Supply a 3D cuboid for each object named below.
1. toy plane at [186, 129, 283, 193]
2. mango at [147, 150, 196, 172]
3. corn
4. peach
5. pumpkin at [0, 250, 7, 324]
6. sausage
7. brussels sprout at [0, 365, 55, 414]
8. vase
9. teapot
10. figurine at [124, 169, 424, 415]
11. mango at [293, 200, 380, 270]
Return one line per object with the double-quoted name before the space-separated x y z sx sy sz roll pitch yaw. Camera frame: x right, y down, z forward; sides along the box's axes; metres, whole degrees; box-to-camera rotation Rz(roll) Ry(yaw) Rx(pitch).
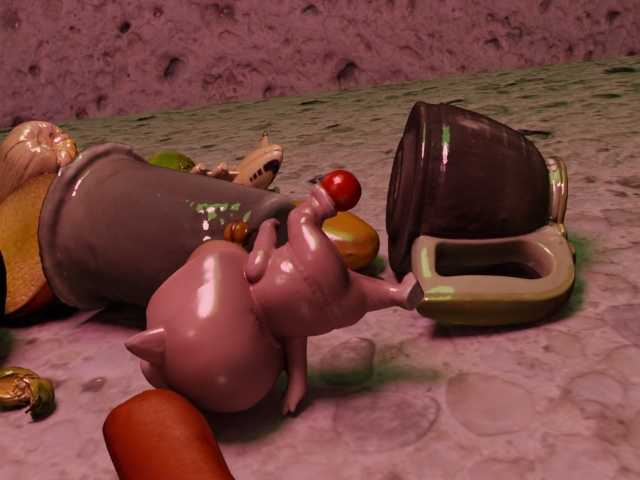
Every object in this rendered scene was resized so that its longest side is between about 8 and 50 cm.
"toy plane" -0.136 -0.076 1.115 0.241 0.256 0.104 24 39 -28
"mango" -0.303 -0.114 1.431 0.125 0.111 0.233 -14 23 -7
"corn" -0.490 -0.058 1.141 0.123 0.305 0.122 31 30 -12
"peach" -0.409 0.004 1.030 0.279 0.189 0.068 -37 -25 19
"pumpkin" -0.545 0.071 0.855 0.314 0.239 0.315 8 38 -7
"sausage" -0.107 0.211 0.561 0.089 0.084 0.300 -15 25 -21
"brussels sprout" -0.330 0.171 0.795 0.083 0.046 0.051 16 25 26
"vase" -0.183 0.011 0.941 0.291 0.245 0.245 14 27 23
"teapot" 0.217 -0.049 0.940 0.239 0.240 0.322 7 16 -1
"figurine" -0.052 0.061 0.736 0.287 0.176 0.186 -34 39 5
"mango" 0.000 0.000 1.064 0.195 0.098 0.137 19 29 35
